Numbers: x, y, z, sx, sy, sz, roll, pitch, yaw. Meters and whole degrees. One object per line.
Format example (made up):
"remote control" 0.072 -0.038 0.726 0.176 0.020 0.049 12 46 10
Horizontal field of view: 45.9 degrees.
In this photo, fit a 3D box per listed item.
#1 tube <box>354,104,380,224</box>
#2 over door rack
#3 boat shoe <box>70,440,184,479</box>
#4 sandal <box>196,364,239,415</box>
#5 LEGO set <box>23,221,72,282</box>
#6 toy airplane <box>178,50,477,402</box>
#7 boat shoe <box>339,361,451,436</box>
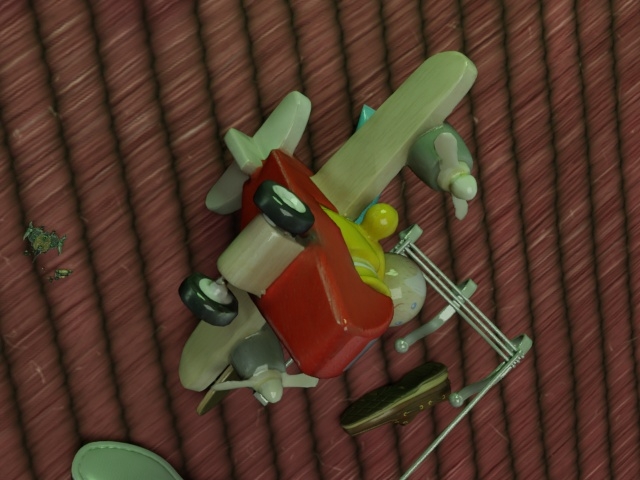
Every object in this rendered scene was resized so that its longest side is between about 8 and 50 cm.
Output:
"tube" 0.055 -0.074 1.033 0.080 0.052 0.207 25 85 -25
"over door rack" 0.094 0.169 1.011 0.239 0.108 0.324 45 73 -1
"boat shoe" -0.197 0.369 0.990 0.303 0.114 0.091 34 127 -8
"sandal" -0.105 0.116 1.007 0.079 0.088 0.240 39 77 11
"LEGO set" -0.337 0.011 0.931 0.054 0.023 0.083 -7 114 -15
"toy airplane" 0.000 0.000 0.859 0.272 0.386 0.384 34 62 -20
"boat shoe" 0.114 0.241 1.093 0.178 0.064 0.060 -24 104 -16
